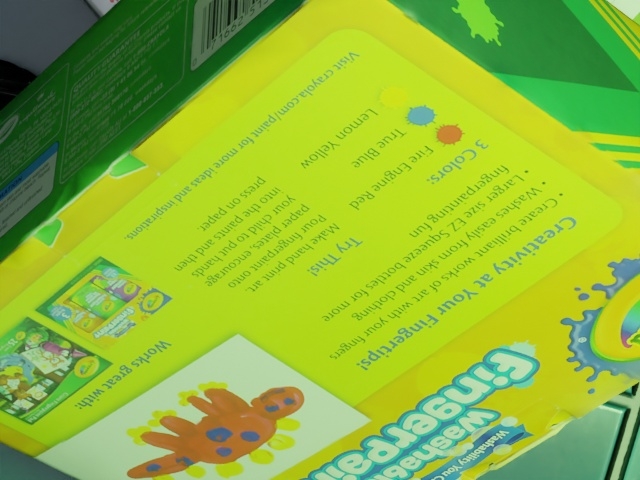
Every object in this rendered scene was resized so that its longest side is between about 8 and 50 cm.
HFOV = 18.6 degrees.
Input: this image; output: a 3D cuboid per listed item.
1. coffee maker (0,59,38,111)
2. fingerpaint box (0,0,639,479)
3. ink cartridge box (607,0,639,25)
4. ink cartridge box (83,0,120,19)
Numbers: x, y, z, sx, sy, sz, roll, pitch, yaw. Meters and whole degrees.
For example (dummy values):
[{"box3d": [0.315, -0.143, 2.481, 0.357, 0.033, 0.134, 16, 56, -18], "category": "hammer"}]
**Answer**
[{"box3d": [-0.253, -0.041, 1.395, 0.171, 0.120, 0.178, 5, 108, -45], "category": "coffee maker"}, {"box3d": [0.000, 0.000, 1.227, 0.371, 0.163, 0.445, 31, 130, -29], "category": "fingerpaint box"}, {"box3d": [0.140, -0.226, 1.323, 0.255, 0.097, 0.189, 40, 72, 9], "category": "ink cartridge box"}, {"box3d": [-0.101, -0.237, 1.411, 0.190, 0.082, 0.139, -40, 96, -2], "category": "ink cartridge box"}]
